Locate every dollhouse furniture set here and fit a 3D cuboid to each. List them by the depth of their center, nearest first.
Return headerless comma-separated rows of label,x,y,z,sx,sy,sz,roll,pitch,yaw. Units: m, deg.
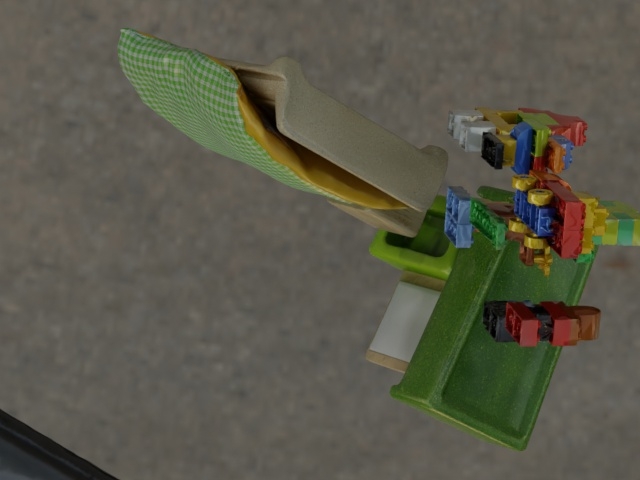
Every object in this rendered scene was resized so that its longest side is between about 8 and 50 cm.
dollhouse furniture set,0.000,0.000,1.256,0.301,0.151,0.197,28,172,-37

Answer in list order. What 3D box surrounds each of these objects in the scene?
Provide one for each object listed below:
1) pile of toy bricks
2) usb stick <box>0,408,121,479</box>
pile of toy bricks,0.146,-0.010,1.130,0.105,0.212,0.118,0,107,-10
usb stick,-0.071,0.168,0.897,0.278,0.077,0.045,31,-179,0
